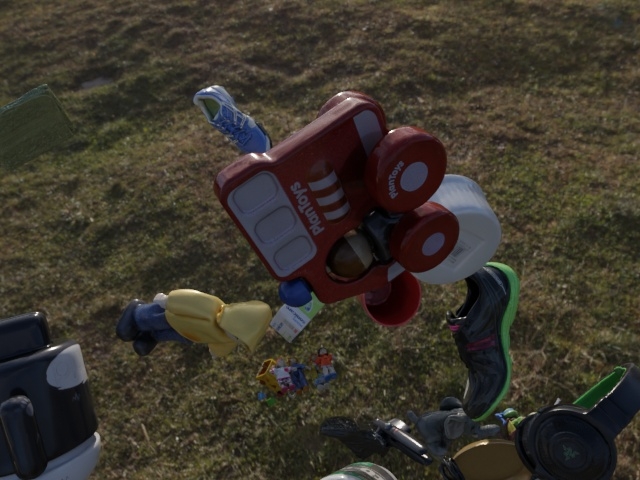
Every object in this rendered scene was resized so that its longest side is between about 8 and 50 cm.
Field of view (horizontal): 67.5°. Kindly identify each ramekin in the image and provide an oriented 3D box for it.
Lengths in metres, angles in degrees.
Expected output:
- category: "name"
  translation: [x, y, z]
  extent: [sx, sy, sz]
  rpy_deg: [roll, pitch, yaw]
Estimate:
- category: "ramekin"
  translation: [0.317, -0.017, 1.221]
  extent: [0.277, 0.277, 0.135]
  rpy_deg: [-16, 41, -2]

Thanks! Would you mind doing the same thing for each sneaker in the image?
- category: "sneaker"
  translation: [0.479, 0.304, 1.484]
  extent: [0.202, 0.185, 0.482]
  rpy_deg: [9, 80, -2]
- category: "sneaker"
  translation: [0.130, 0.714, 1.712]
  extent: [0.286, 0.130, 0.109]
  rpy_deg: [14, 3, -11]
- category: "sneaker"
  translation: [-0.194, -0.250, 1.048]
  extent: [0.211, 0.080, 0.081]
  rpy_deg: [43, 29, 4]

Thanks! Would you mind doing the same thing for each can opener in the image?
- category: "can opener"
  translation: [0.163, 0.401, 0.971]
  extent: [0.073, 0.059, 0.186]
  rpy_deg: [-39, 9, -16]

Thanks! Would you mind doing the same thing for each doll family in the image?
- category: "doll family"
  translation: [-0.061, 0.503, 1.830]
  extent: [0.263, 0.118, 0.163]
  rpy_deg: [-12, 39, -11]

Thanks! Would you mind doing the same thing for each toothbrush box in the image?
- category: "toothbrush box"
  translation: [-0.056, 0.252, 1.935]
  extent: [0.122, 0.206, 0.283]
  rpy_deg: [43, 60, 5]

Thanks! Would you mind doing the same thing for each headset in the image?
- category: "headset"
  translation: [0.414, 0.350, 0.870]
  extent: [0.394, 0.243, 0.185]
  rpy_deg: [-41, 65, -7]

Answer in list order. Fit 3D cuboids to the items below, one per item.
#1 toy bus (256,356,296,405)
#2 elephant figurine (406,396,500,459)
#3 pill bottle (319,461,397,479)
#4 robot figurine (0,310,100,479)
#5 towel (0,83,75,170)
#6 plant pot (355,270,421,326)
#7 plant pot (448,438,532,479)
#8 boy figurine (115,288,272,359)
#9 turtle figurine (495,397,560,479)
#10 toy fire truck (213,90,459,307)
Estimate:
- category: "toy bus"
  translation: [-0.181, 0.614, 2.120]
  extent: [0.202, 0.104, 0.190]
  rpy_deg: [-4, 71, -41]
- category: "elephant figurine"
  translation: [0.467, 0.636, 1.676]
  extent: [0.239, 0.186, 0.169]
  rpy_deg: [-36, 46, 9]
- category: "pill bottle"
  translation: [0.092, 0.650, 1.147]
  extent: [0.204, 0.361, 0.204]
  rpy_deg: [-5, 70, 15]
- category: "robot figurine"
  translation: [-0.433, 0.250, 0.704]
  extent: [0.174, 0.278, 0.209]
  rpy_deg: [-12, 2, 9]
- category: "towel"
  translation: [-0.524, -0.200, 0.855]
  extent: [0.027, 0.110, 0.148]
  rpy_deg: [29, 60, 30]
- category: "plant pot"
  translation: [0.274, 0.226, 2.127]
  extent: [0.275, 0.274, 0.243]
  rpy_deg: [-24, 10, -13]
- category: "plant pot"
  translation: [0.467, 0.614, 1.310]
  extent: [0.236, 0.236, 0.032]
  rpy_deg: [-8, 32, 7]
- category: "boy figurine"
  translation: [-0.205, 0.153, 0.827]
  extent: [0.285, 0.177, 0.092]
  rpy_deg: [-3, 44, 26]
- category: "turtle figurine"
  translation: [0.765, 0.692, 1.647]
  extent: [0.275, 0.197, 0.266]
  rpy_deg: [15, 36, -14]
- category: "toy fire truck"
  translation: [0.027, -0.031, 0.640]
  extent: [0.254, 0.302, 0.169]
  rpy_deg: [-33, 44, -6]
